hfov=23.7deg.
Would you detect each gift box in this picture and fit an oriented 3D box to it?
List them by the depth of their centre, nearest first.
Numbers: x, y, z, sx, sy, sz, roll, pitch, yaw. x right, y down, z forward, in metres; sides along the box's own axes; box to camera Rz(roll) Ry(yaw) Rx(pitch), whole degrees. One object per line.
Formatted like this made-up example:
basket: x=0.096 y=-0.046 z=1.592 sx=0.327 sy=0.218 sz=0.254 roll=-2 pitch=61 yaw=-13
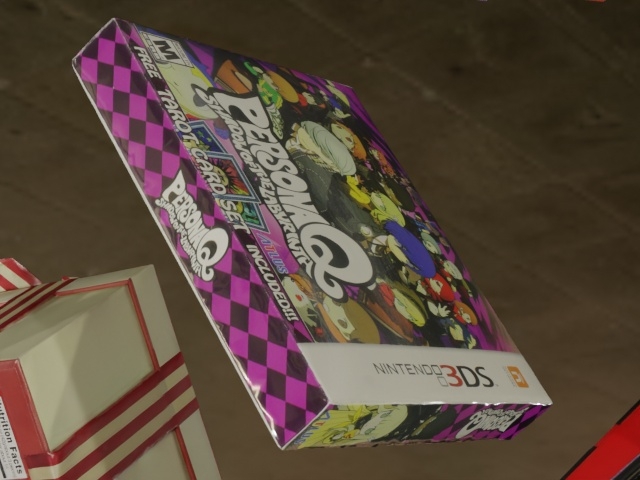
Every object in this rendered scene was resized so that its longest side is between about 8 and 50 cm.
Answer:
gift box: x=-0.269 y=0.162 z=1.361 sx=0.276 sy=0.255 sz=0.258 roll=-5 pitch=-164 yaw=26

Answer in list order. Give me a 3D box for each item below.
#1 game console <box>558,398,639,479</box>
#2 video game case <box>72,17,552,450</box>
game console: x=0.263 y=0.280 z=1.328 sx=0.060 sy=0.342 sz=0.387 roll=34 pitch=149 yaw=30
video game case: x=0.000 y=0.000 z=0.781 sx=0.042 sy=0.232 sz=0.210 roll=-43 pitch=152 yaw=24
